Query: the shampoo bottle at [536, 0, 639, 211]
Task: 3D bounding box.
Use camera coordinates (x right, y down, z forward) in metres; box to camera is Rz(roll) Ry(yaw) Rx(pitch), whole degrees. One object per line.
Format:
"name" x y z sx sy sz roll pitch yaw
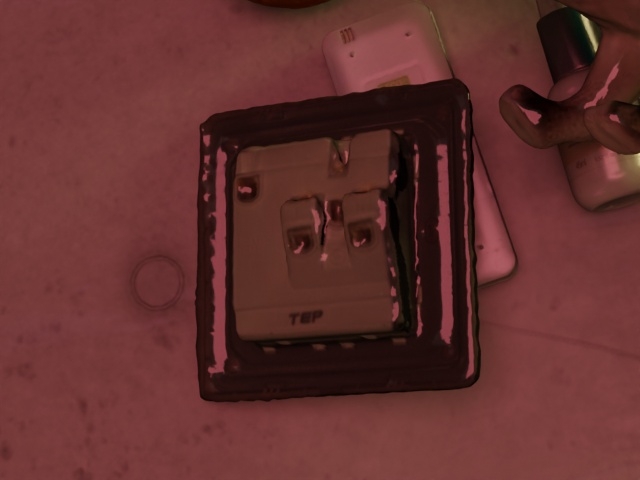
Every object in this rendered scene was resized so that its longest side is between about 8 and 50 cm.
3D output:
"shampoo bottle" 0.218 -0.121 1.178 0.074 0.074 0.192 -16 79 7

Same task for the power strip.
"power strip" -0.001 0.002 1.171 0.257 0.092 0.251 -6 85 26

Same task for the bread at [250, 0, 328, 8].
"bread" 0.005 -0.323 1.211 0.195 0.142 0.270 40 86 1

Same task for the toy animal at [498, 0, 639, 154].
"toy animal" 0.211 -0.256 1.078 0.302 0.194 0.344 -37 90 -13

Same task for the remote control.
"remote control" 0.082 -0.073 1.216 0.103 0.034 0.250 -20 79 8
